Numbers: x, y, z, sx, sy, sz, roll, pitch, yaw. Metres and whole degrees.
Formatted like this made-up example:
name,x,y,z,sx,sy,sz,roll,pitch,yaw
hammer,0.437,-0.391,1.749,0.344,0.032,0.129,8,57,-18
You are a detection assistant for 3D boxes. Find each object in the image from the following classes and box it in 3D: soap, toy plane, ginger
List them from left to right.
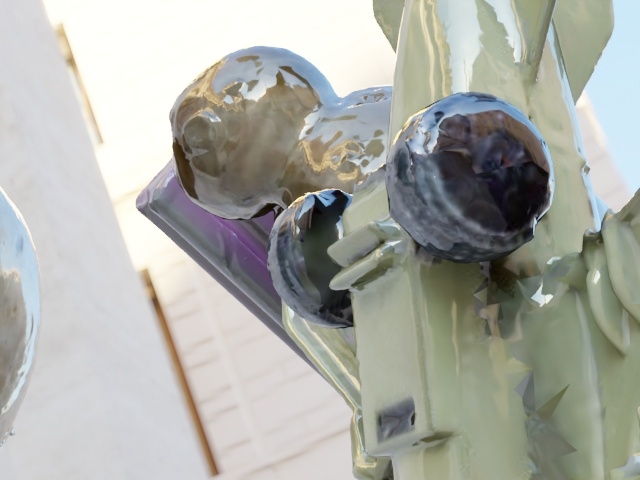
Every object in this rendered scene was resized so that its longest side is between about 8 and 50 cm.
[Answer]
name,x,y,z,sx,sy,sz,roll,pitch,yaw
soap,0.000,0.000,1.013,0.122,0.203,0.065,-48,7,-13
ginger,0.049,0.011,0.838,0.244,0.304,0.155,28,-82,-41
toy plane,0.042,0.026,0.403,0.092,0.244,0.229,11,-21,-25

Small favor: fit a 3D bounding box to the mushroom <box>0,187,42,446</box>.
name,x,y,z,sx,sy,sz,roll,pitch,yaw
mushroom,-0.286,0.026,1.073,0.254,0.195,0.189,31,-105,-71
